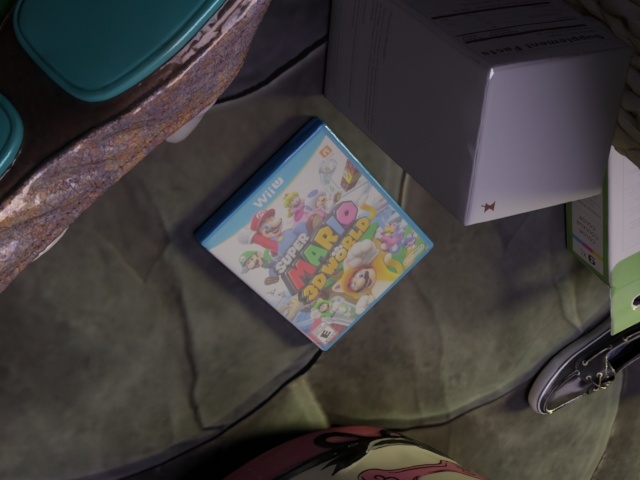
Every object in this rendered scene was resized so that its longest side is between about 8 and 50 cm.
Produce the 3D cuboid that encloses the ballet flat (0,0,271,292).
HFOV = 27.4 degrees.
[{"bbox_3d":[-0.123,-0.064,0.655,0.316,0.107,0.106,-40,154,4],"label":"ballet flat"}]

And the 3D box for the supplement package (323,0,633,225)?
[{"bbox_3d":[0.091,-0.104,0.825,0.105,0.179,0.105,-12,127,-26],"label":"supplement package"}]

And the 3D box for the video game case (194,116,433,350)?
[{"bbox_3d":[0.000,0.000,0.954,0.119,0.015,0.166,-44,134,2],"label":"video game case"}]

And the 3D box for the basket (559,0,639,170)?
[{"bbox_3d":[0.350,-0.174,0.843,0.328,0.331,0.266,-10,128,-26],"label":"basket"}]

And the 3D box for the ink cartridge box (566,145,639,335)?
[{"bbox_3d":[0.260,-0.034,1.065,0.109,0.062,0.209,-26,132,-16],"label":"ink cartridge box"}]

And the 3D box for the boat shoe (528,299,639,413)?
[{"bbox_3d":[0.248,0.109,1.174,0.142,0.040,0.049,-40,134,-3],"label":"boat shoe"}]

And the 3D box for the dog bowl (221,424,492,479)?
[{"bbox_3d":[0.002,0.328,1.065,0.408,0.150,0.408,-24,133,-29],"label":"dog bowl"}]

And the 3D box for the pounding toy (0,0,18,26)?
[{"bbox_3d":[-0.222,-0.074,0.702,0.181,0.094,0.206,-6,123,-30],"label":"pounding toy"}]
